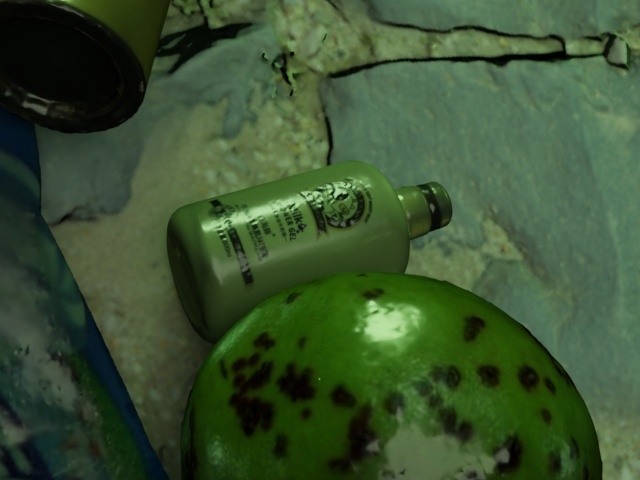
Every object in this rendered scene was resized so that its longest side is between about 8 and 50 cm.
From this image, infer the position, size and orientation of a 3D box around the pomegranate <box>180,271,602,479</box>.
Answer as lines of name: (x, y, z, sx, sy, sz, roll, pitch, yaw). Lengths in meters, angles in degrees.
pomegranate: (0.029, 0.133, 0.557, 0.211, 0.211, 0.263, 20, 54, -16)

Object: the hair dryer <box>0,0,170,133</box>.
hair dryer: (-0.212, -0.153, 0.581, 0.278, 0.090, 0.135, 12, 55, -5)

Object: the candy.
candy: (-0.189, 0.066, 0.578, 0.187, 0.077, 0.331, -19, 87, -20)

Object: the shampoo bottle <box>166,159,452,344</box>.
shampoo bottle: (0.000, 0.000, 0.644, 0.162, 0.079, 0.079, -16, 91, -19)
